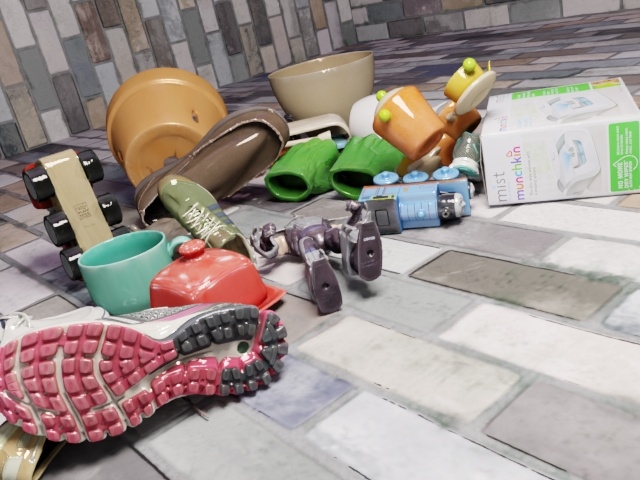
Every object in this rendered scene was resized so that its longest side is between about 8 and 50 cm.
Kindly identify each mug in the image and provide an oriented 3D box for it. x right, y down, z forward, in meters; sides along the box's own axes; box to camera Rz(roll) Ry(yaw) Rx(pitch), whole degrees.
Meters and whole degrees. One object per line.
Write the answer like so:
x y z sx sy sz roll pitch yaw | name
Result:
-0.269 0.054 0.970 0.157 0.098 0.129 -2 23 25 | mug

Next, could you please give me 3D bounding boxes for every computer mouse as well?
-0.147 -0.268 1.716 0.192 0.106 0.042 -14 55 11 | computer mouse

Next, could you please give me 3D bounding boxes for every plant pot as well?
0.019 -0.377 1.750 0.284 0.191 0.284 -11 22 5 | plant pot
-0.343 -0.221 1.503 0.290 0.291 0.203 -16 38 -5 | plant pot

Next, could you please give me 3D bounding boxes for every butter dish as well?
-0.156 0.055 0.869 0.159 0.118 0.160 6 29 42 | butter dish

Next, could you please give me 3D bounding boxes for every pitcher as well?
0.166 -0.247 1.457 0.207 0.126 0.178 8 43 21 | pitcher

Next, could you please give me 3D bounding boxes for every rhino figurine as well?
-0.263 -0.007 1.155 0.243 0.073 0.106 7 26 45 | rhino figurine

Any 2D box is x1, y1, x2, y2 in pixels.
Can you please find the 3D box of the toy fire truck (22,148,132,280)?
-0.439 -0.043 1.189 0.158 0.217 0.246 -28 11 -33 | toy fire truck

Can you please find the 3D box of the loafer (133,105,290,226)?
-0.212 -0.123 1.295 0.365 0.134 0.130 -34 32 15 | loafer

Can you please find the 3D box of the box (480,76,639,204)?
0.393 -0.166 1.087 0.231 0.127 0.262 -3 24 20 | box

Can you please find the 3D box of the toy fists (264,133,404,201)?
0.030 -0.142 1.287 0.279 0.096 0.142 0 40 32 | toy fists

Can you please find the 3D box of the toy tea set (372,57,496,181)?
0.181 -0.202 1.142 0.200 0.124 0.336 -40 -16 -7 | toy tea set

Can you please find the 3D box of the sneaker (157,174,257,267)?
-0.159 -0.018 0.977 0.064 0.192 0.086 -43 32 -4 | sneaker

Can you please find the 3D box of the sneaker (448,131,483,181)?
0.255 -0.143 1.121 0.064 0.076 0.166 12 1 9 | sneaker

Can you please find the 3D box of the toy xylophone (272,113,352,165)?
-0.066 -0.228 1.576 0.322 0.081 0.236 -10 21 9 | toy xylophone

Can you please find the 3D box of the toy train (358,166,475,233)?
0.150 -0.062 1.042 0.184 0.080 0.105 -2 32 18 | toy train

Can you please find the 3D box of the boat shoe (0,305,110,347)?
-0.400 0.138 0.854 0.258 0.084 0.095 -29 26 -34 | boat shoe

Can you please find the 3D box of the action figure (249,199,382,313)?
0.000 0.000 0.948 0.185 0.099 0.285 -23 19 -10 | action figure

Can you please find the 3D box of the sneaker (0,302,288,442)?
-0.189 0.132 0.701 0.299 0.121 0.112 -4 4 -24 | sneaker

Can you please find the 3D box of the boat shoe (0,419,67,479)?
-0.274 0.187 0.703 0.072 0.068 0.190 6 35 13 | boat shoe
